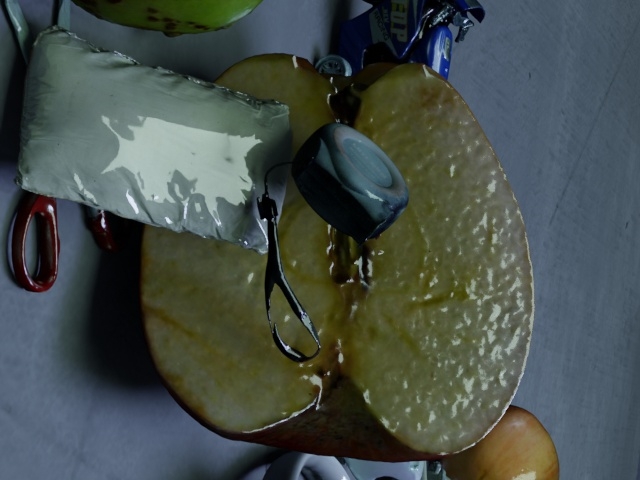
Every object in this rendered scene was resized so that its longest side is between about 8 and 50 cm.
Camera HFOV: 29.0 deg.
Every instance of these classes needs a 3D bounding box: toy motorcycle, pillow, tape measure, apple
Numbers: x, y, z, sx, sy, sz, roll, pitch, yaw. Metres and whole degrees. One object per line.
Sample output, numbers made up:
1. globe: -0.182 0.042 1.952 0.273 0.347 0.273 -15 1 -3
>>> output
1. toy motorcycle: 0.092 -0.186 1.361 0.113 0.169 0.315 9 86 -65
2. pillow: -0.123 -0.075 0.959 0.229 0.051 0.128 16 77 -30
3. tape measure: -0.004 -0.002 1.012 0.179 0.104 0.107 -62 170 22
4. apple: 0.012 0.015 1.096 0.329 0.295 0.364 9 79 -58
5. apple: 0.256 0.335 1.802 0.199 0.199 0.199 -22 114 -61

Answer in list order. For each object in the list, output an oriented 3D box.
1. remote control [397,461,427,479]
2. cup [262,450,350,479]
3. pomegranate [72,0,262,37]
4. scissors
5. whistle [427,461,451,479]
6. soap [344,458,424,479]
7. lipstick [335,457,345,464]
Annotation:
1. remote control: 0.119 0.363 1.581 0.090 0.038 0.309 93 -3 -66
2. cup: 0.006 0.354 1.269 0.327 0.237 0.322 45 26 -57
3. pomegranate: -0.128 -0.259 0.917 0.286 0.231 0.230 175 -77 -74
4. scissors: -0.204 -0.093 0.962 0.144 0.017 0.247 -34 124 -58
5. whistle: 0.128 0.413 1.669 0.114 0.077 0.235 161 -57 -84
6. soap: 0.083 0.153 1.472 0.145 0.091 0.230 69 27 -42
7. lipstick: 0.031 0.220 1.485 0.107 0.025 0.025 -66 150 -43
